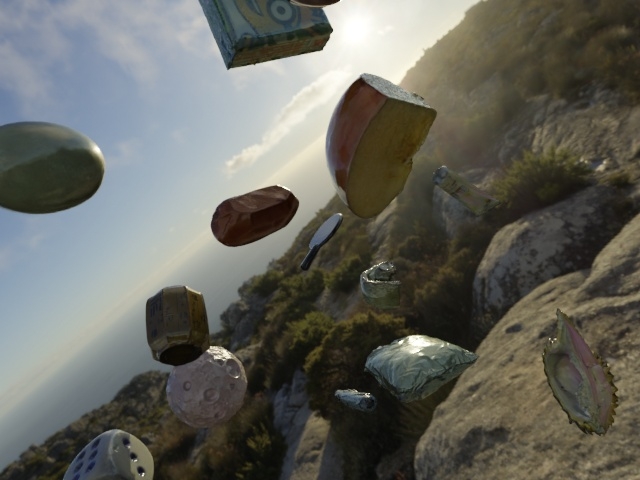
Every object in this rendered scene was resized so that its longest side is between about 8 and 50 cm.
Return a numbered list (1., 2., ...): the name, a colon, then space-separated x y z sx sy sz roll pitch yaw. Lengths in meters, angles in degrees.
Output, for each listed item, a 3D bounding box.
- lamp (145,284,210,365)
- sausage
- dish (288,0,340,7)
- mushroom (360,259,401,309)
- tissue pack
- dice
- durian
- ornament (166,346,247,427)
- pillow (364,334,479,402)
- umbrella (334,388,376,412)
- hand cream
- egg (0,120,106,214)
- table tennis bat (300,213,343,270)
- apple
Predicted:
1. lamp: -0.367 0.216 1.055 0.161 0.161 0.185 -37 51 16
2. sausage: -0.167 -0.065 1.062 0.258 0.133 0.133 -29 1 -41
3. dish: -0.014 -0.546 0.819 0.213 0.213 0.090 -44 -11 -21
4. mushroom: 0.260 0.211 1.801 0.164 0.189 0.267 -8 27 2
5. tissue pack: -0.149 -0.624 1.137 0.311 0.228 0.128 -22 -3 -22
6. dice: -0.642 0.720 1.245 0.194 0.192 0.193 -40 23 -2
7. durian: 0.453 0.217 0.710 0.078 0.224 0.140 -14 11 1
8. ornament: -0.364 0.471 1.340 0.225 0.259 0.259 -35 12 17
9. pillow: 0.307 0.392 1.302 0.283 0.138 0.310 -18 2 -16
10. umbrella: 0.099 0.476 1.237 0.053 0.052 0.250 -32 -3 -22
11. hand cream: 0.286 -0.096 0.821 0.061 0.143 0.039 -45 19 47
12. egg: -0.781 -0.202 1.150 0.258 0.258 0.352 -34 4 29
13. table tennis bat: 0.000 0.000 1.328 0.150 0.027 0.236 -26 28 55
14. apple: 0.128 -0.233 1.032 0.314 0.252 0.309 -79 15 -60
